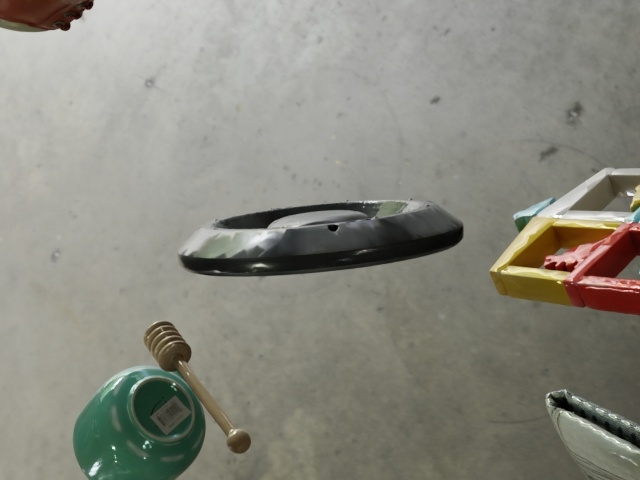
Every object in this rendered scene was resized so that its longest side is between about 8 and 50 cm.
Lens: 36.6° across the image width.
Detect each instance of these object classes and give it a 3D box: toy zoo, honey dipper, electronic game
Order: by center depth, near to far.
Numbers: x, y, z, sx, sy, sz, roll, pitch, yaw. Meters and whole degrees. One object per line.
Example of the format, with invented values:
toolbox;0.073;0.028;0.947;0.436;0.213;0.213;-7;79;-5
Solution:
honey dipper;-0.098;0.116;0.768;0.030;0.030;0.160;-58;41;9
electronic game;0.000;0.000;0.777;0.229;0.229;0.048;-1;99;37
toy zoo;0.285;-0.005;0.865;0.192;0.030;0.293;-38;24;-28

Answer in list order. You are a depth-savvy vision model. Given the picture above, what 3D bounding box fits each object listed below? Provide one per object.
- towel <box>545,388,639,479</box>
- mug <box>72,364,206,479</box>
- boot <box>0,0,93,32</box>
towel;0.382;0.305;0.930;0.056;0.312;0.324;-42;28;-16
mug;-0.191;0.190;1.053;0.097;0.129;0.158;-44;43;42
boot;-0.114;-0.133;0.455;0.157;0.085;0.059;10;61;15
